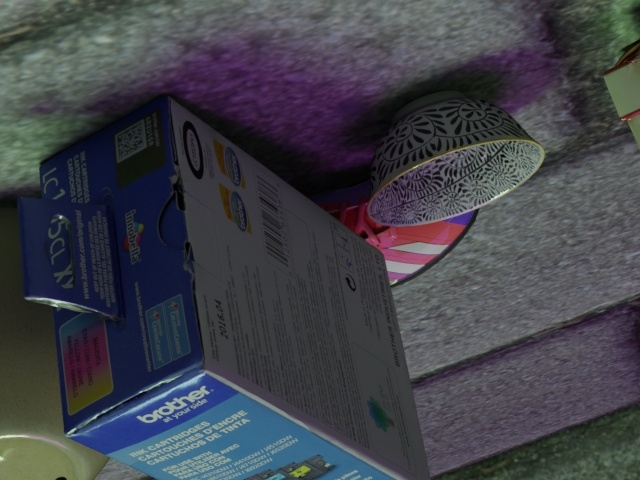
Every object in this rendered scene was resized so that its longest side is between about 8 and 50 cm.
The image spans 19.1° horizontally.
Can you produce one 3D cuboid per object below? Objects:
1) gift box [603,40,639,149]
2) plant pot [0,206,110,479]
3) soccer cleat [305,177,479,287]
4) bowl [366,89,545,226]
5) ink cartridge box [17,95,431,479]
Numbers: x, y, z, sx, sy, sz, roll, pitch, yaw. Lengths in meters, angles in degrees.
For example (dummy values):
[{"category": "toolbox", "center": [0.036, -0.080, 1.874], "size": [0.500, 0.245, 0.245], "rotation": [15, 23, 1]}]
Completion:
[{"category": "gift box", "center": [0.416, -0.107, 1.674], "size": [0.255, 0.258, 0.276], "rotation": [-25, 168, 18]}, {"category": "plant pot", "center": [-0.281, 0.138, 1.655], "size": [0.284, 0.191, 0.284], "rotation": [-8, 136, -8]}, {"category": "soccer cleat", "center": [0.000, 0.000, 1.827], "size": [0.318, 0.109, 0.116], "rotation": [-21, 157, 13]}, {"category": "bowl", "center": [0.110, -0.084, 1.728], "size": [0.170, 0.080, 0.170], "rotation": [-17, 160, -6]}, {"category": "ink cartridge box", "center": [-0.087, 0.066, 1.585], "size": [0.151, 0.270, 0.395], "rotation": [-27, 143, 22]}]
